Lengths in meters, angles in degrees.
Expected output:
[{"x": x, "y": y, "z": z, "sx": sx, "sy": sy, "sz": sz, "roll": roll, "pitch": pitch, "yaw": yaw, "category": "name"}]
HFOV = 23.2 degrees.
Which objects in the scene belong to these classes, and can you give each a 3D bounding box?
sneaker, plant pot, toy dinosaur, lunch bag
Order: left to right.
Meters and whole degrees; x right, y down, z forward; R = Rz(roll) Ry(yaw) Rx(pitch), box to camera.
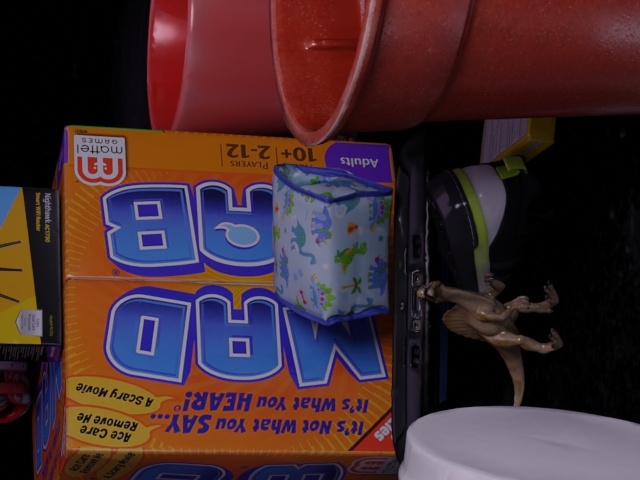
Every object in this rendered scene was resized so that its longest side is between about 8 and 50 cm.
[{"x": -0.358, "y": 0.097, "z": 1.742, "sx": 0.270, "sy": 0.090, "sz": 0.145, "roll": 106, "pitch": 159, "yaw": -52, "category": "sneaker"}, {"x": -0.053, "y": -0.232, "z": 1.728, "sx": 0.275, "sy": 0.243, "sz": 0.275, "roll": -178, "pitch": 90, "yaw": -75, "category": "plant pot"}, {"x": 0.000, "y": 0.000, "z": 1.495, "sx": 0.151, "sy": 0.096, "sz": 0.129, "roll": 20, "pitch": 112, "yaw": 54, "category": "lunch bag"}, {"x": 0.148, "y": 0.070, "z": 1.263, "sx": 0.092, "sy": 0.183, "sz": 0.053, "roll": -14, "pitch": 47, "yaw": 32, "category": "toy dinosaur"}, {"x": 0.151, "y": 0.001, "z": 1.276, "sx": 0.235, "sy": 0.097, "sz": 0.084, "roll": 67, "pitch": 180, "yaw": -67, "category": "sneaker"}, {"x": 0.125, "y": -0.192, "z": 1.030, "sx": 0.272, "sy": 0.265, "sz": 0.272, "roll": -178, "pitch": 90, "yaw": -74, "category": "plant pot"}]

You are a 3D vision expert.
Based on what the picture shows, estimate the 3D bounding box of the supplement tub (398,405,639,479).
[{"x": 0.136, "y": 0.281, "z": 0.989, "sx": 0.228, "sy": 0.228, "sz": 0.316, "roll": -146, "pitch": 60, "yaw": -72, "category": "supplement tub"}]

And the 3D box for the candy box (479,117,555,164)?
[{"x": 0.167, "y": -0.160, "z": 1.264, "sx": 0.105, "sy": 0.027, "sz": 0.206, "roll": 135, "pitch": 145, "yaw": -70, "category": "candy box"}]

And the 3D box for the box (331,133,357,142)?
[{"x": 0.013, "y": -0.147, "z": 1.885, "sx": 0.094, "sy": 0.027, "sz": 0.137, "roll": 110, "pitch": 157, "yaw": -51, "category": "box"}]

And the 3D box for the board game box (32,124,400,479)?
[{"x": -0.122, "y": 0.122, "z": 1.715, "sx": 0.356, "sy": 0.356, "sz": 0.356, "roll": 119, "pitch": 149, "yaw": -60, "category": "board game box"}]

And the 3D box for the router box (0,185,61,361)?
[{"x": -0.324, "y": 0.031, "z": 1.534, "sx": 0.046, "sy": 0.133, "sz": 0.179, "roll": 116, "pitch": 152, "yaw": -56, "category": "router box"}]

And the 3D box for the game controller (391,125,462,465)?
[{"x": 0.099, "y": 0.059, "z": 1.421, "sx": 0.166, "sy": 0.067, "sz": 0.319, "roll": 89, "pitch": -179, "yaw": -86, "category": "game controller"}]
